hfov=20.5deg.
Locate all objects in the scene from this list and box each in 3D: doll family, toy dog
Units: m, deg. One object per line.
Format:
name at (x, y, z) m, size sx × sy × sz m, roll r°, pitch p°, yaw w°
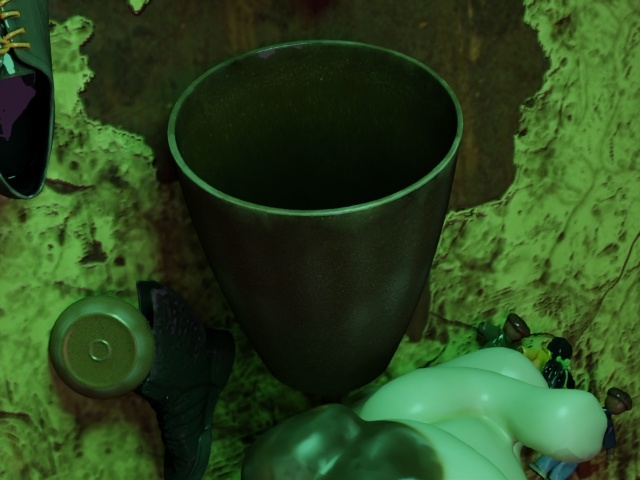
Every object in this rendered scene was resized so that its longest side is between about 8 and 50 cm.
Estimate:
doll family at (0.204, 0.142, 1.603) m, size 0.111 × 0.076 × 0.193 m, roll -48°, pitch 130°, yaw -7°
toy dog at (0.048, 0.222, 1.345) m, size 0.395 × 0.408 × 0.284 m, roll -3°, pitch 84°, yaw 4°

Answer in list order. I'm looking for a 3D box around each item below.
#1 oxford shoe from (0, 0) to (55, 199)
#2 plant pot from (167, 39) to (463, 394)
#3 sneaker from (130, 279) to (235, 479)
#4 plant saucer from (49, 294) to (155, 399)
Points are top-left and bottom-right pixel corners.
oxford shoe at (-0.220, -0.158, 1.218) m, size 0.097 × 0.098 × 0.271 m, roll -17°, pitch 119°, yaw -21°
plant pot at (0.000, 0.000, 1.364) m, size 0.215 × 0.215 × 0.230 m, roll -20°, pitch 133°, yaw -19°
sneaker at (-0.124, 0.120, 1.427) m, size 0.089 × 0.051 × 0.170 m, roll 11°, pitch 102°, yaw -31°
plant saucer at (-0.171, 0.085, 1.379) m, size 0.083 × 0.015 × 0.083 m, roll 0°, pitch 97°, yaw 2°
